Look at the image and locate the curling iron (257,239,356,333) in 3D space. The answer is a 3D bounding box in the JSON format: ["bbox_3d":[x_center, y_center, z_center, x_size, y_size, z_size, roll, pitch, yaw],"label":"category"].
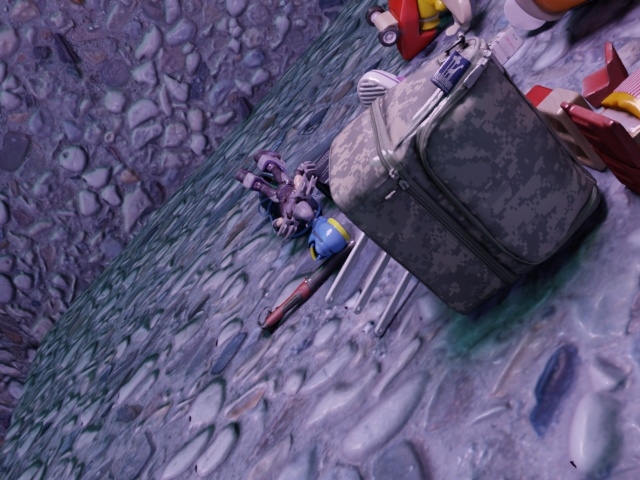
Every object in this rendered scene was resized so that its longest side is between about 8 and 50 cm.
[{"bbox_3d":[-0.033,0.091,1.312,0.274,0.035,0.068,-44,22,10],"label":"curling iron"}]

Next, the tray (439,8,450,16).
[{"bbox_3d":[0.387,-0.716,1.888,0.270,0.030,0.145,-8,46,58],"label":"tray"}]

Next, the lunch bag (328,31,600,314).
[{"bbox_3d":[0.190,-0.089,0.850,0.256,0.305,0.213,-40,24,22],"label":"lunch bag"}]

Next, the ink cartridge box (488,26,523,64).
[{"bbox_3d":[0.386,-0.409,1.358,0.083,0.048,0.028,-46,22,2],"label":"ink cartridge box"}]

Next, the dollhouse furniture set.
[{"bbox_3d":[0.401,-0.210,0.862,0.201,0.152,0.374,-44,22,9],"label":"dollhouse furniture set"}]

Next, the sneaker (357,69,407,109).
[{"bbox_3d":[0.206,-0.237,1.108,0.161,0.282,0.102,-63,10,-24],"label":"sneaker"}]

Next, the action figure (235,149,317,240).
[{"bbox_3d":[-0.083,-0.116,1.478,0.185,0.099,0.285,-57,45,12],"label":"action figure"}]

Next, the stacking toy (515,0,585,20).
[{"bbox_3d":[0.547,-0.560,1.011,0.479,0.351,0.351,7,56,43],"label":"stacking toy"}]

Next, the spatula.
[{"bbox_3d":[0.112,0.023,1.003,0.019,0.168,0.242,13,70,52],"label":"spatula"}]

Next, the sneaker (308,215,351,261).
[{"bbox_3d":[0.000,0.000,1.308,0.082,0.069,0.209,-44,7,-6],"label":"sneaker"}]

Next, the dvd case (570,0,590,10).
[{"bbox_3d":[0.597,-0.561,1.228,0.238,0.029,0.179,-11,48,55],"label":"dvd case"}]

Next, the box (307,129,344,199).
[{"bbox_3d":[0.063,-0.173,1.498,0.156,0.093,0.158,-50,21,-4],"label":"box"}]

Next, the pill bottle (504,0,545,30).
[{"bbox_3d":[0.465,-0.548,1.348,0.121,0.121,0.216,-16,38,53],"label":"pill bottle"}]

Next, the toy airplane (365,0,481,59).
[{"bbox_3d":[0.292,-0.712,1.684,0.384,0.272,0.386,178,87,-75],"label":"toy airplane"}]

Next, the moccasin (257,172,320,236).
[{"bbox_3d":[-0.110,-0.097,1.654,0.138,0.117,0.342,-50,25,-6],"label":"moccasin"}]
